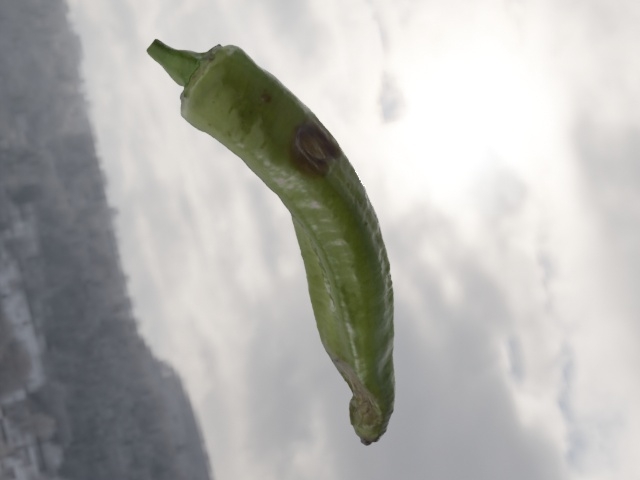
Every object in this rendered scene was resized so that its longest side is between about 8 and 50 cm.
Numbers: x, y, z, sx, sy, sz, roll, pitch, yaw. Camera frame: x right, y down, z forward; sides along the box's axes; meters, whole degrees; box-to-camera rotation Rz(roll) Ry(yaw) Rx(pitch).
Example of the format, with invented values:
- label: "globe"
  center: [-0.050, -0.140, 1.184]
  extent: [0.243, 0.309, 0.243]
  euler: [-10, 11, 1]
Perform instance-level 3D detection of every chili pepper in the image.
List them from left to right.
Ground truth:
- label: "chili pepper"
  center: [0.001, 0.000, 0.571]
  extent: [0.043, 0.049, 0.208]
  euler: [23, -34, 58]
